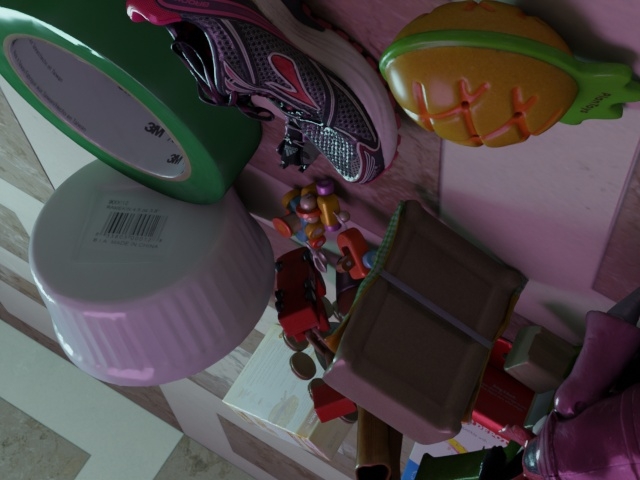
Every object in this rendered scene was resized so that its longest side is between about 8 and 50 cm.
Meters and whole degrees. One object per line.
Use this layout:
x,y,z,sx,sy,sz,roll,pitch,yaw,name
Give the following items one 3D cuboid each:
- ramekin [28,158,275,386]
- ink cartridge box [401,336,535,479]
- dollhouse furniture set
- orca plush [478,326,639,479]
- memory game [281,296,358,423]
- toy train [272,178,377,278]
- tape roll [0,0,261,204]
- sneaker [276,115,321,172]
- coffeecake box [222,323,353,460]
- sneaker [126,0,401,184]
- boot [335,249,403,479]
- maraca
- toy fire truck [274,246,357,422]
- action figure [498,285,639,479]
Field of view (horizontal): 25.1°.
-0.202,0.019,1.670,0.277,0.277,0.135,23,153,31,ramekin
0.190,0.221,1.663,0.134,0.078,0.231,29,136,15,ink cartridge box
0.125,0.128,1.444,0.301,0.197,0.151,35,153,-18,dollhouse furniture set
0.252,0.220,1.324,0.151,0.287,0.102,47,176,-17,orca plush
0.029,0.146,1.766,0.186,0.186,0.012,38,129,-12,memory game
0.000,0.000,1.540,0.166,0.046,0.125,-4,111,66,toy train
-0.214,-0.164,1.517,0.321,0.077,0.321,30,162,11,tape roll
-0.022,-0.099,1.357,0.038,0.069,0.098,22,159,32,sneaker
-0.028,0.216,2.075,0.185,0.142,0.068,17,157,43,coffeecake box
-0.048,-0.145,1.211,0.299,0.112,0.121,45,160,-32,sneaker
0.084,0.190,1.614,0.096,0.280,0.264,-8,145,4,boot
0.133,-0.113,1.010,0.185,0.099,0.127,10,167,-9,maraca
-0.006,0.108,1.697,0.192,0.047,0.135,-95,-20,-59,toy fire truck
0.288,0.168,1.122,0.370,0.276,0.248,-20,97,34,action figure
